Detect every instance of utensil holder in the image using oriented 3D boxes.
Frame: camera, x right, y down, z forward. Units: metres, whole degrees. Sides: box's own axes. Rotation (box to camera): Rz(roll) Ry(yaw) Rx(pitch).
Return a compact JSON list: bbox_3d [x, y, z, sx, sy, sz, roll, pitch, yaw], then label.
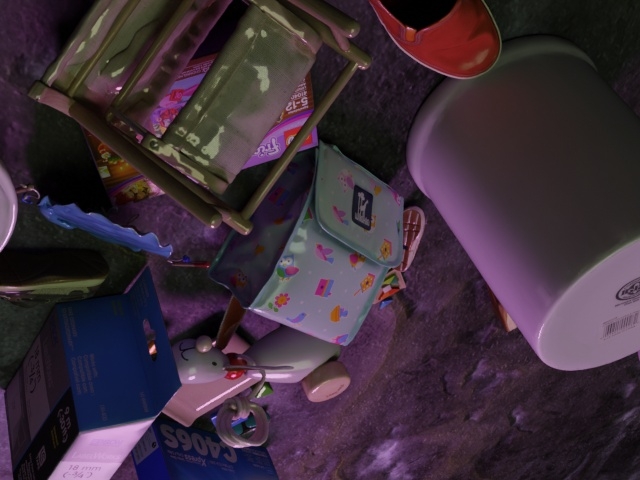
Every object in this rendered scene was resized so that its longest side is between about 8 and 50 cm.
[{"bbox_3d":[0.351,-0.056,1.241,0.328,0.385,0.327,-15,139,-14],"label":"utensil holder"}]

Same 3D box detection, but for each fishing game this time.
[{"bbox_3d":[-0.278,-0.023,1.128,0.264,0.189,0.041,24,77,-26],"label":"fishing game"}]

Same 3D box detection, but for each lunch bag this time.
[{"bbox_3d":[0.000,0.000,1.290,0.223,0.160,0.262,28,94,-42],"label":"lunch bag"}]

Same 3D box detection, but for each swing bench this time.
[{"bbox_3d":[-0.123,-0.180,0.923,0.253,0.255,0.165,-54,173,3],"label":"swing bench"}]

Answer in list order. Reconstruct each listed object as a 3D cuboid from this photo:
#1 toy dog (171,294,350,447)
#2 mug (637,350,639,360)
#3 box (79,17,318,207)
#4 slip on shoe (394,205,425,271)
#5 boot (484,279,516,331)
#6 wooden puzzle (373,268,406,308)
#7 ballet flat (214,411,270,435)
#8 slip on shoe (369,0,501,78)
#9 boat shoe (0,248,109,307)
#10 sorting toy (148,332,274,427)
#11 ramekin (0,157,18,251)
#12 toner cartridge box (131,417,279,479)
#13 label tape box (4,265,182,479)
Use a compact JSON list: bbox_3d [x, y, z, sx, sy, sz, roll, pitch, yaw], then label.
[{"bbox_3d":[-0.070,0.175,1.417,0.334,0.220,0.161,-20,150,-52],"label":"toy dog"},{"bbox_3d":[0.912,0.138,1.906,0.374,0.276,0.328,-36,145,-40],"label":"mug"},{"bbox_3d":[-0.153,-0.166,1.094,0.293,0.057,0.200,-19,141,-9],"label":"box"},{"bbox_3d":[0.151,-0.008,1.461,0.041,0.051,0.135,-47,152,-46],"label":"slip on shoe"},{"bbox_3d":[0.424,0.062,1.646,0.204,0.095,0.262,-26,143,0],"label":"boot"},{"bbox_3d":[0.118,0.085,1.565,0.079,0.014,0.116,-31,142,5],"label":"wooden puzzle"},{"bbox_3d":[-0.157,0.372,1.717,0.114,0.041,0.041,-11,139,-18],"label":"ballet flat"},{"bbox_3d":[0.137,-0.292,1.083,0.123,0.101,0.331,-41,141,15],"label":"slip on shoe"},{"bbox_3d":[-0.407,0.060,1.190,0.224,0.080,0.073,-2,130,-34],"label":"boat shoe"},{"bbox_3d":[-0.208,0.237,1.531,0.196,0.047,0.347,-35,141,3],"label":"sorting toy"},{"bbox_3d":[-0.490,-0.065,0.965,0.273,0.127,0.272,-15,140,-13],"label":"ramekin"},{"bbox_3d":[-0.212,0.465,1.690,0.075,0.165,0.348,-40,140,16],"label":"toner cartridge box"},{"bbox_3d":[-0.353,0.222,1.277,0.106,0.240,0.333,14,126,-37],"label":"label tape box"}]
